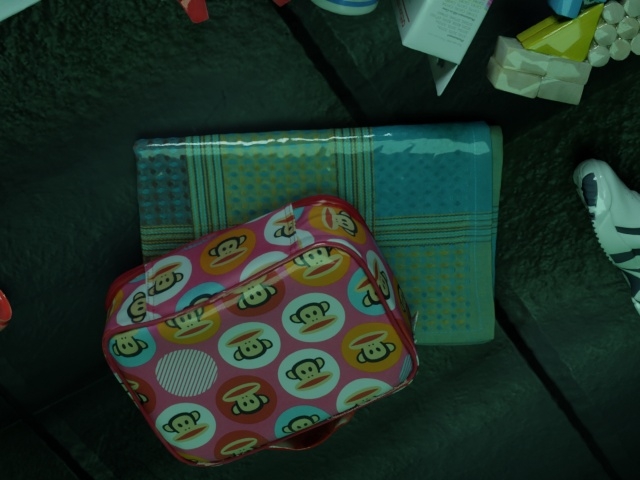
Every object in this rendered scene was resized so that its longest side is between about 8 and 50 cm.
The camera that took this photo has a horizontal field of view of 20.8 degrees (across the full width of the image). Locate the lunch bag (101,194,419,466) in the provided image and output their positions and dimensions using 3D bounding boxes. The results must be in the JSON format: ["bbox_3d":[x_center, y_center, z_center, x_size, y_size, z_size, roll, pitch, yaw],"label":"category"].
[{"bbox_3d":[-0.050,0.110,1.771,0.293,0.120,0.258,-22,124,11],"label":"lunch bag"}]

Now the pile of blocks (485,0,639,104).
[{"bbox_3d":[0.307,-0.253,1.618,0.362,0.112,0.149,-25,113,2],"label":"pile of blocks"}]

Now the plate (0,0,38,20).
[{"bbox_3d":[-0.401,-0.276,1.513,0.277,0.045,0.278,-20,129,42],"label":"plate"}]

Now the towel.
[{"bbox_3d":[0.000,0.000,1.795,0.370,0.040,0.271,-2,124,-3],"label":"towel"}]

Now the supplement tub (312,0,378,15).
[{"bbox_3d":[0.029,-0.268,1.597,0.071,0.071,0.107,6,122,-9],"label":"supplement tub"}]

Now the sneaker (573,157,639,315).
[{"bbox_3d":[0.363,-0.020,1.781,0.153,0.094,0.235,-27,122,11],"label":"sneaker"}]

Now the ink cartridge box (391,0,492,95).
[{"bbox_3d":[0.117,-0.237,1.604,0.062,0.104,0.181,18,120,-16],"label":"ink cartridge box"}]

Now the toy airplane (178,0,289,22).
[{"bbox_3d":[-0.091,-0.262,1.615,0.151,0.028,0.151,-2,122,-3],"label":"toy airplane"}]

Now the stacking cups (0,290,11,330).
[{"bbox_3d":[-0.458,0.146,1.830,0.316,0.096,0.096,-39,119,13],"label":"stacking cups"}]
